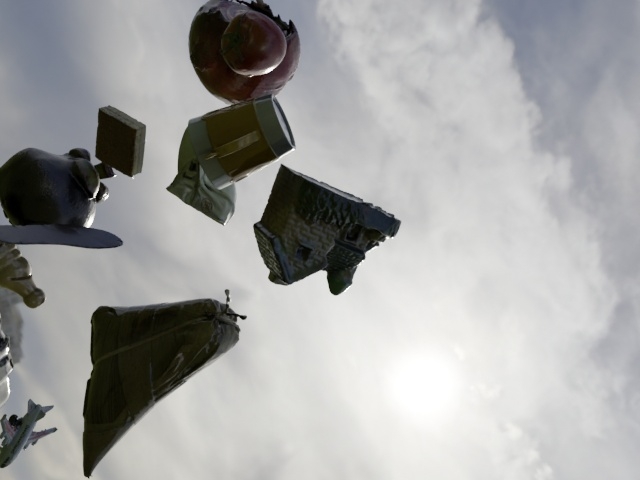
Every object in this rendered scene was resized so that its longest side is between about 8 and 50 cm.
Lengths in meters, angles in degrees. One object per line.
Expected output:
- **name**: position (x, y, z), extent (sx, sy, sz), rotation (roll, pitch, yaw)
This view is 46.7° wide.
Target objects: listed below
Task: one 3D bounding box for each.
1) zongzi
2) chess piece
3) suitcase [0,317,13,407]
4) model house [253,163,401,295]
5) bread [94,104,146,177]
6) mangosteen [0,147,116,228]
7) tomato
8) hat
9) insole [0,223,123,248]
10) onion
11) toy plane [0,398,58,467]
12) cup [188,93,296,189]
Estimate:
- **zongzi**: position (-0.395, 0.389, 1.984), extent (0.500, 0.218, 0.466), rotation (-8, -110, 20)
- **chess piece**: position (-0.776, 0.038, 1.792), extent (0.139, 0.124, 0.307), rotation (-29, -77, 30)
- **suitcase**: position (-0.604, 0.196, 0.919), extent (0.339, 0.352, 0.193), rotation (-88, 177, -79)
- **model house**: position (-0.001, -0.001, 1.809), extent (0.284, 0.299, 0.243), rotation (-64, -153, 10)
- **bread**: position (-0.338, -0.168, 1.252), extent (0.090, 0.035, 0.094), rotation (27, -57, 20)
- **mangosteen**: position (-0.673, -0.124, 1.907), extent (0.287, 0.288, 0.233), rotation (139, -50, -58)
- **tomato**: position (-0.166, -0.506, 1.904), extent (0.167, 0.167, 0.167), rotation (34, -46, 45)
- **hat**: position (-0.302, -0.199, 2.058), extent (0.258, 0.168, 0.301), rotation (27, -73, 60)
- **insole**: position (-0.579, -0.011, 1.640), extent (0.111, 0.328, 0.007), rotation (34, -72, 32)
- **onion**: position (-0.229, -0.549, 2.185), extent (0.341, 0.341, 0.341), rotation (34, -46, 45)
- **toy plane**: position (-0.694, 0.448, 1.717), extent (0.065, 0.171, 0.162), rotation (37, -3, 35)
- **cup**: position (-0.189, -0.237, 1.764), extent (0.241, 0.226, 0.185), rotation (-83, 151, -74)
